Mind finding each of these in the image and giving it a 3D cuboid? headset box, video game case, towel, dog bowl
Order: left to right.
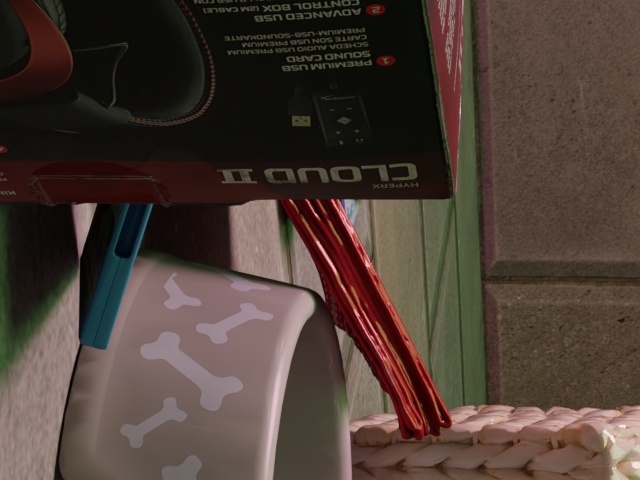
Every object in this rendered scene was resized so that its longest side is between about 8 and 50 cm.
[{"bbox_3d":[-0.077,-0.109,0.496,0.293,0.218,0.110,71,21,-61],"label":"headset box"},{"bbox_3d":[-0.079,-0.046,0.849,0.119,0.015,0.166,-111,-141,-70],"label":"video game case"},{"bbox_3d":[-0.052,0.179,1.034,0.349,0.102,0.348,0,90,-80],"label":"dog bowl"},{"bbox_3d":[0.000,0.000,1.145,0.199,0.031,0.275,63,-3,-16],"label":"towel"}]

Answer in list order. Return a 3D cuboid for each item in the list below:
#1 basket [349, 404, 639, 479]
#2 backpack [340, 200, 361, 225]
[{"bbox_3d":[0.152,0.251,1.309,0.331,0.328,0.266,3,84,-53],"label":"basket"},{"bbox_3d":[0.013,-0.067,1.478,0.105,0.084,0.114,-62,154,-66],"label":"backpack"}]
